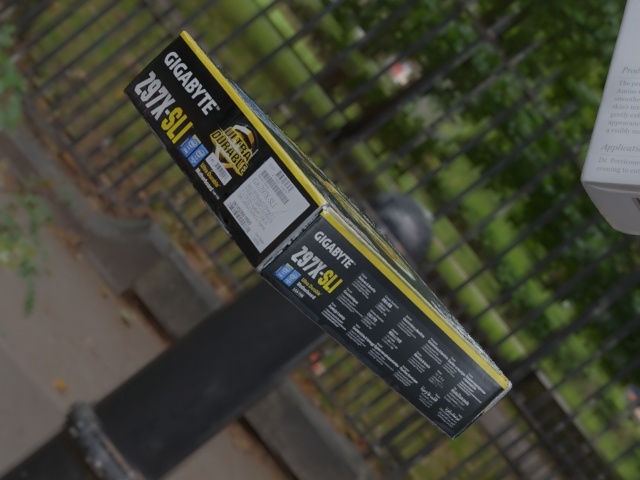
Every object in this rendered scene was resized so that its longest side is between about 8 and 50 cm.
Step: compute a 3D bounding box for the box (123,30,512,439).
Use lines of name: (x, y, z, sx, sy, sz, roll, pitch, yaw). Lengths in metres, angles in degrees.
box: (0.000, 0.000, 1.285, 0.322, 0.079, 0.257, 43, 4, -46)

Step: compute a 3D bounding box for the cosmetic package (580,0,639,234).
cosmetic package: (0.262, -0.119, 1.044, 0.117, 0.231, 0.085, 8, -20, 31)
